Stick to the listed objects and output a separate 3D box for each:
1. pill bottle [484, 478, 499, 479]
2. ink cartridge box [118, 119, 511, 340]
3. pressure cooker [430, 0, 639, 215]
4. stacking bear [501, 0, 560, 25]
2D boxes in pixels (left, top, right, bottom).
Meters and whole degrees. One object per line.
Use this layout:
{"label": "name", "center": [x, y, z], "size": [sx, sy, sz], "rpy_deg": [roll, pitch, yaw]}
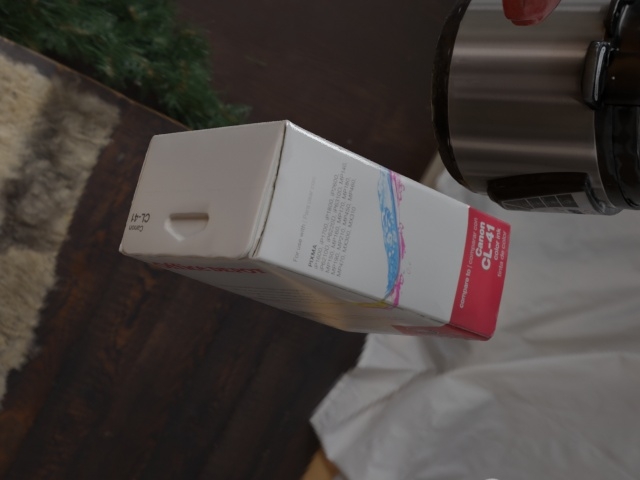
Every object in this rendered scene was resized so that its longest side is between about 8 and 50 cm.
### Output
{"label": "pill bottle", "center": [0.128, 0.188, 0.705], "size": [0.043, 0.083, 0.043], "rpy_deg": [-4, 103, -17]}
{"label": "ink cartridge box", "center": [0.000, 0.000, 1.041], "size": [0.306, 0.226, 0.131], "rpy_deg": [23, 75, -38]}
{"label": "pressure cooker", "center": [0.424, -0.234, 1.682], "size": [0.370, 0.420, 0.375], "rpy_deg": [-55, 139, -37]}
{"label": "stacking bear", "center": [0.280, -0.217, 0.680], "size": [0.175, 0.289, 0.164], "rpy_deg": [-50, 144, -36]}
